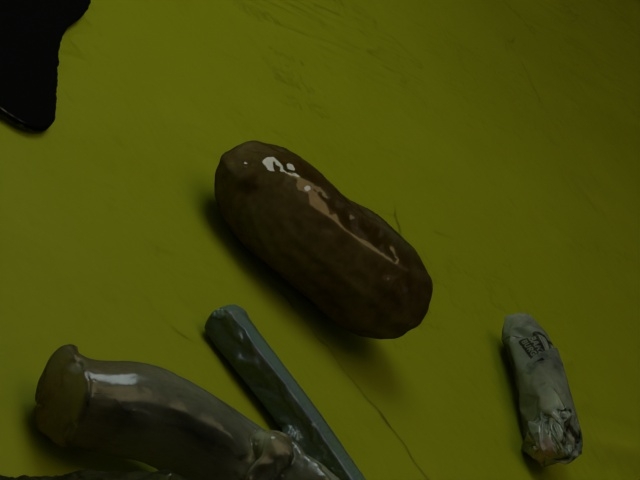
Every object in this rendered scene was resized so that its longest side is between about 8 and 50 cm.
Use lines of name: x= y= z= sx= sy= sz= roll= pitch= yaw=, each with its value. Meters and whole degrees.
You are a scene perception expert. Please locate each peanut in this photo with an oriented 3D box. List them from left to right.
peanut: x=0.000 y=0.000 z=1.447 sx=0.226 sy=0.095 sz=0.108 roll=38 pitch=10 yaw=-17

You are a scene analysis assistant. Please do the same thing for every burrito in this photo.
burrito: x=0.213 y=0.143 z=1.651 sx=0.064 sy=0.064 sz=0.203 roll=38 pitch=25 yaw=-25

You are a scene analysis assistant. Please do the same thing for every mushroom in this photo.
mushroom: x=-0.065 y=0.155 z=1.112 sx=0.278 sy=0.096 sz=0.099 roll=40 pitch=-19 yaw=-19

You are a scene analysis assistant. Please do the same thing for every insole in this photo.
insole: x=-0.243 y=-0.195 z=1.409 sx=0.119 sy=0.009 sz=0.348 roll=36 pitch=27 yaw=-26

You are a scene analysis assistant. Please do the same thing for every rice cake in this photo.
rice cake: x=-0.026 y=0.125 z=1.288 sx=0.180 sy=0.030 sz=0.042 roll=53 pitch=18 yaw=6

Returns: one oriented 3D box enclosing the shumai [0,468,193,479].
shumai: x=-0.139 y=0.226 z=0.823 sx=0.272 sy=0.222 sz=0.204 roll=-44 pitch=131 yaw=-75
